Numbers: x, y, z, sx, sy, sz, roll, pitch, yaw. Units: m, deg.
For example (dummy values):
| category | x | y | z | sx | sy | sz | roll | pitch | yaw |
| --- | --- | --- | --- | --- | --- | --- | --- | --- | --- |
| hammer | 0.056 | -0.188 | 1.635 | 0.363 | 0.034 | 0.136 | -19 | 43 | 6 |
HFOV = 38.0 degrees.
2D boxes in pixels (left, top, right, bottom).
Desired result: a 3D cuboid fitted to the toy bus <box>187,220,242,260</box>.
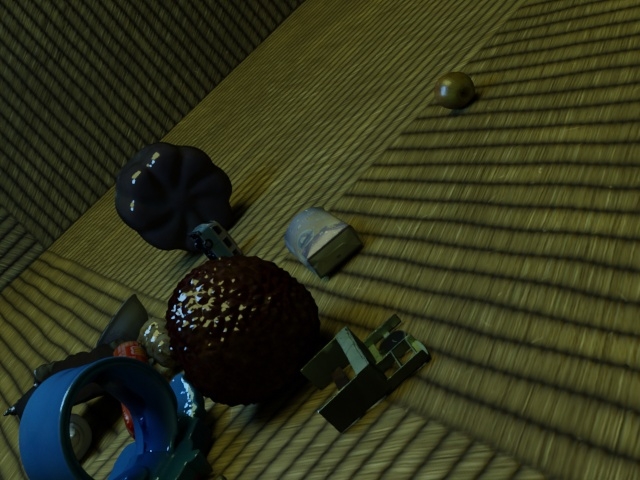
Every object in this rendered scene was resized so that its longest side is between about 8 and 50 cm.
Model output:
| category | x | y | z | sx | sy | sz | roll | pitch | yaw |
| --- | --- | --- | --- | --- | --- | --- | --- | --- | --- |
| toy bus | -0.244 | 0.009 | 2.182 | 0.075 | 0.123 | 0.060 | -47 | 22 | -26 |

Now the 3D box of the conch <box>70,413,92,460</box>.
| category | x | y | z | sx | sy | sz | roll | pitch | yaw |
| --- | --- | --- | --- | --- | --- | --- | --- | --- | --- |
| conch | -0.537 | 0.416 | 1.923 | 0.176 | 0.104 | 0.094 | -24 | 5 | 43 |

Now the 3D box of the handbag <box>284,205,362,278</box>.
| category | x | y | z | sx | sy | sz | roll | pitch | yaw |
| --- | --- | --- | --- | --- | --- | --- | --- | --- | --- |
| handbag | 0.000 | 0.000 | 1.842 | 0.117 | 0.095 | 0.173 | -38 | 29 | -7 |

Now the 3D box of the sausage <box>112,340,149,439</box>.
| category | x | y | z | sx | sy | sz | roll | pitch | yaw |
| --- | --- | --- | --- | --- | --- | --- | --- | --- | --- |
| sausage | -0.359 | 0.303 | 1.825 | 0.074 | 0.074 | 0.274 | -38 | 33 | 6 |

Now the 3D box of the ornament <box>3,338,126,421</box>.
| category | x | y | z | sx | sy | sz | roll | pitch | yaw |
| --- | --- | --- | --- | --- | --- | --- | --- | --- | --- |
| ornament | -0.538 | 0.327 | 2.001 | 0.251 | 0.106 | 0.260 | -16 | -17 | -37 |

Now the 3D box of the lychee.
| category | x | y | z | sx | sy | sz | roll | pitch | yaw |
| --- | --- | --- | --- | --- | --- | --- | --- | --- | --- |
| lychee | -0.129 | 0.146 | 1.552 | 0.261 | 0.260 | 0.260 | -34 | 22 | 16 |

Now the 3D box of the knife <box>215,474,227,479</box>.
| category | x | y | z | sx | sy | sz | roll | pitch | yaw |
| --- | --- | --- | --- | --- | --- | --- | --- | --- | --- |
| knife | -0.240 | 0.478 | 1.405 | 0.298 | 0.017 | 0.047 | -52 | 22 | -17 |

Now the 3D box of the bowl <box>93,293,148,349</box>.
| category | x | y | z | sx | sy | sz | roll | pitch | yaw |
| --- | --- | --- | --- | --- | --- | --- | --- | --- | --- |
| bowl | -0.437 | 0.221 | 2.106 | 0.189 | 0.086 | 0.189 | -59 | -1 | -1 |

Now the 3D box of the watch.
| category | x | y | z | sx | sy | sz | roll | pitch | yaw |
| --- | --- | --- | --- | --- | --- | --- | --- | --- | --- |
| watch | -0.325 | 0.300 | 1.540 | 0.241 | 0.274 | 0.305 | -23 | 33 | 40 |

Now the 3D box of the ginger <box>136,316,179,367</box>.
| category | x | y | z | sx | sy | sz | roll | pitch | yaw |
| --- | --- | --- | --- | --- | --- | --- | --- | --- | --- |
| ginger | -0.336 | 0.221 | 1.984 | 0.104 | 0.080 | 0.204 | -60 | 24 | -10 |

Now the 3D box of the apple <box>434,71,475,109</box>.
| category | x | y | z | sx | sy | sz | roll | pitch | yaw |
| --- | --- | --- | --- | --- | --- | --- | --- | --- | --- |
| apple | 0.287 | -0.320 | 1.986 | 0.084 | 0.084 | 0.071 | -47 | 31 | -15 |

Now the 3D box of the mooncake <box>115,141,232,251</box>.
| category | x | y | z | sx | sy | sz | roll | pitch | yaw |
| --- | --- | --- | --- | --- | --- | --- | --- | --- | --- |
| mooncake | -0.370 | -0.108 | 2.393 | 0.306 | 0.306 | 0.154 | -45 | 24 | -11 |

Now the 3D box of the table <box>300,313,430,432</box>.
| category | x | y | z | sx | sy | sz | roll | pitch | yaw |
| --- | --- | --- | --- | --- | --- | --- | --- | --- | --- |
| table | 0.063 | 0.185 | 1.404 | 0.175 | 0.062 | 0.146 | -43 | 21 | 3 |
